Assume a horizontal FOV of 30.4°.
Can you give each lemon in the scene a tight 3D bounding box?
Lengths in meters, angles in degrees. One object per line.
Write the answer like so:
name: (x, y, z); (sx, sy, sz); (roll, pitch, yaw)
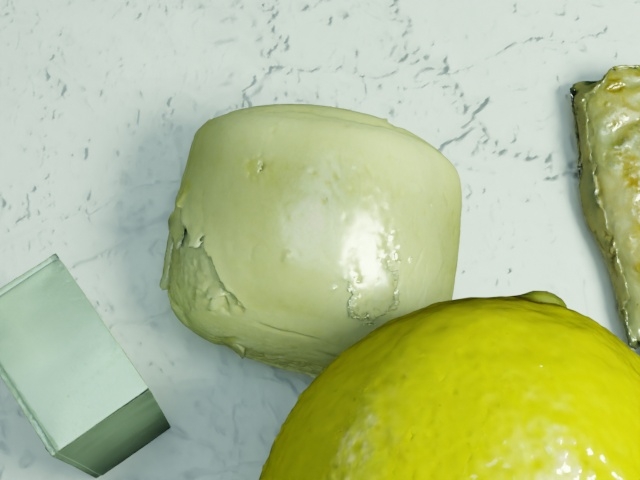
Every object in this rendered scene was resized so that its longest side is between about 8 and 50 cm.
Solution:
lemon: (0.122, 0.199, 0.900); (0.364, 0.364, 0.364); (1, 74, -3)

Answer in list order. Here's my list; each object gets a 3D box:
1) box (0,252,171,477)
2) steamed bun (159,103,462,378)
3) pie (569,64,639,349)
box: (-0.201, 0.112, 0.970); (0.086, 0.225, 0.129); (-34, 78, -11)
steamed bun: (0.000, 0.000, 1.043); (0.273, 0.166, 0.232); (14, 72, 1)
pie: (0.318, -0.033, 1.122); (0.128, 0.068, 0.282); (-10, 79, -5)
